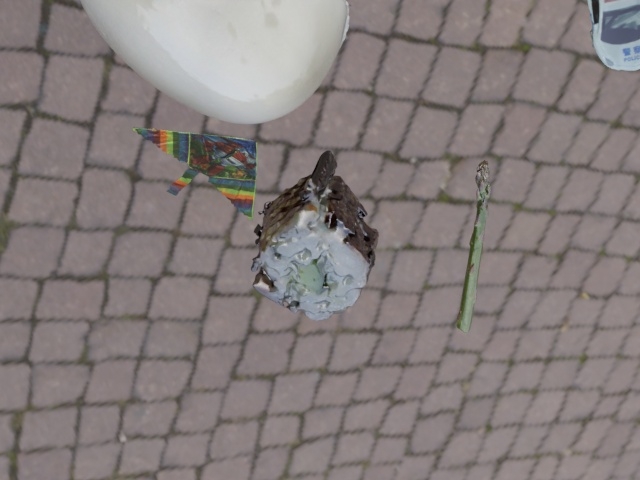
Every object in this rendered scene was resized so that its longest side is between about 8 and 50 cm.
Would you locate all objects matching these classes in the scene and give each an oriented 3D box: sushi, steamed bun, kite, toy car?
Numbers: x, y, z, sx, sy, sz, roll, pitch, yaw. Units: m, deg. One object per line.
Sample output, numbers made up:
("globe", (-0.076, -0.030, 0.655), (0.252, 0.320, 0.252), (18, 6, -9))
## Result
("sushi", (-0.001, 0.001, 0.881), (0.094, 0.084, 0.098), (40, 119, -16))
("steamed bun", (-0.134, -0.263, 1.284), (0.206, 0.324, 0.324), (-53, 131, -1))
("kite", (-0.077, -0.054, 0.795), (0.090, 0.122, 0.004), (-36, 150, -42))
("toy car", (0.377, -0.313, 1.437), (0.095, 0.056, 0.205), (-10, 102, 18))

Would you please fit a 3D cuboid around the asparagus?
("asparagus", (0.209, 0.011, 1.555), (0.025, 0.024, 0.249), (9, 113, 10))
